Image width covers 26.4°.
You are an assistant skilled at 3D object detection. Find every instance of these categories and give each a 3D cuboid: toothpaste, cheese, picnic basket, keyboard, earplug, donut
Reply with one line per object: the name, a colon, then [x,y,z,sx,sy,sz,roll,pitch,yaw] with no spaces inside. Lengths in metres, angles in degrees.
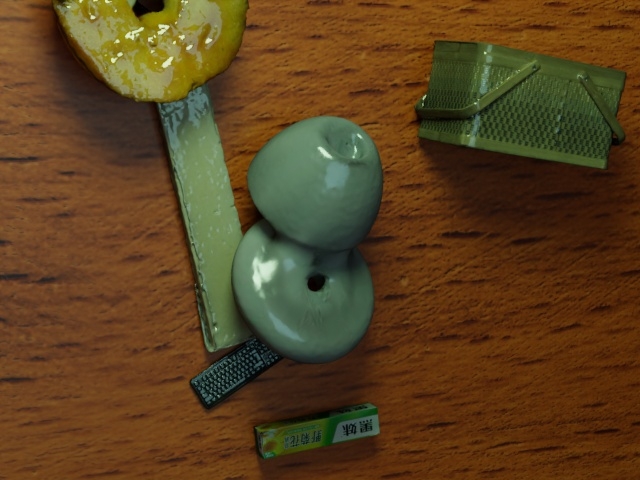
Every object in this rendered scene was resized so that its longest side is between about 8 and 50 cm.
toothpaste: [-0.005,0.265,1.910,0.178,0.037,0.043,-9,99,-20]
cheese: [-0.152,-0.051,1.810,0.085,0.034,0.400,-15,103,-19]
picnic basket: [0.280,-0.187,1.890,0.267,0.165,0.139,8,96,-22]
keyboard: [-0.105,0.169,1.872,0.155,0.010,0.053,-35,107,-14]
earplug: [-0.007,-0.002,1.795,0.214,0.175,0.325,0,97,-35]
donut: [-0.216,-0.293,1.692,0.253,0.118,0.253,1,85,-17]
